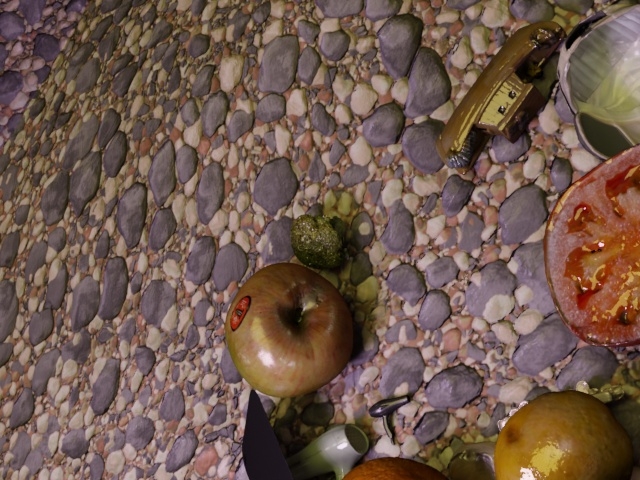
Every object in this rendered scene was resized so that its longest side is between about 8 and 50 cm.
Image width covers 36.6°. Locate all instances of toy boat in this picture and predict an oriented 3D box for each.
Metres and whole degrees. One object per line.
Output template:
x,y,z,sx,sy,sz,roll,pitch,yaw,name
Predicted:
0.336,-0.256,1.754,0.121,0.089,0.321,42,98,37,toy boat

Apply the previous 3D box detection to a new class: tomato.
0.507,0.015,1.455,0.338,0.144,0.338,-22,55,34,tomato

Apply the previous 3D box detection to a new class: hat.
0.514,-0.250,1.568,0.275,0.161,0.232,50,119,17,hat

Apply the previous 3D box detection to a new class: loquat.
0.352,0.328,1.401,0.213,0.213,0.213,-17,61,34,loquat

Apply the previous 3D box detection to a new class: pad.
-0.045,0.440,1.719,0.315,0.063,0.375,100,151,-43,pad

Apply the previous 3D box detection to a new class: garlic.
0.272,0.363,1.563,0.152,0.066,0.084,-24,85,35,garlic

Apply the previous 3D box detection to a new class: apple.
-0.059,0.170,1.802,0.194,0.261,0.260,124,145,-56,apple

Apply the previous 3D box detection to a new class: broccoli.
0.000,0.000,1.914,0.120,0.130,0.131,-40,1,-35,broccoli

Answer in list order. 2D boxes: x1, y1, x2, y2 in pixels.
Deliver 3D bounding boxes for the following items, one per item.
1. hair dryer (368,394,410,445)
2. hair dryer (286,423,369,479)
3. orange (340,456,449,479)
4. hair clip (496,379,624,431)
0.131,0.321,1.726,0.079,0.031,0.083,-23,72,21,hair dryer
0.019,0.470,1.738,0.206,0.075,0.237,-36,60,32,hair dryer
0.124,0.475,1.511,0.264,0.264,0.264,-17,61,34,orange
0.377,0.263,1.524,0.214,0.056,0.062,-27,72,39,hair clip
